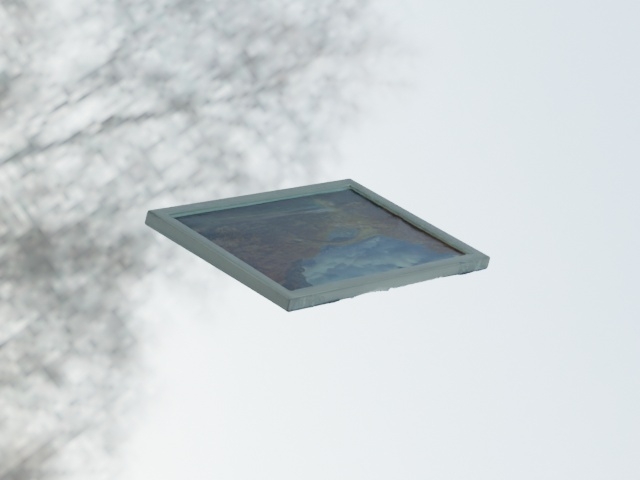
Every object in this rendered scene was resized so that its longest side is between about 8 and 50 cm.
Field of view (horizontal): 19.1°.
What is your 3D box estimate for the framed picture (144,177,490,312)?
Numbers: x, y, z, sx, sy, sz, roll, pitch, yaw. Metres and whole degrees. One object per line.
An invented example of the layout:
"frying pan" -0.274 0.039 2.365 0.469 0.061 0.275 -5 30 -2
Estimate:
"framed picture" 0.000 0.000 1.627 0.184 0.250 0.016 31 -61 39
